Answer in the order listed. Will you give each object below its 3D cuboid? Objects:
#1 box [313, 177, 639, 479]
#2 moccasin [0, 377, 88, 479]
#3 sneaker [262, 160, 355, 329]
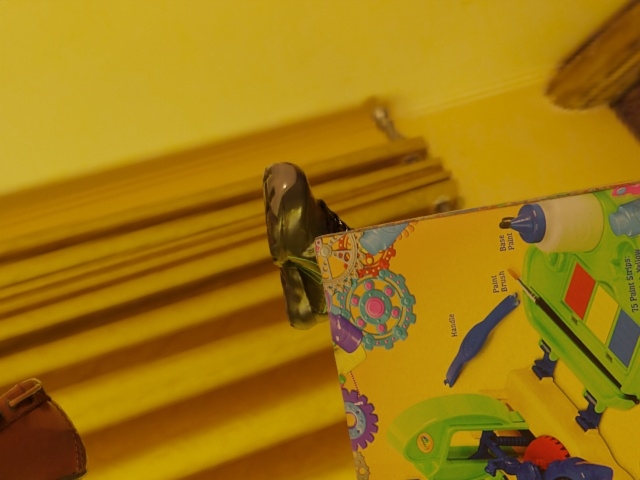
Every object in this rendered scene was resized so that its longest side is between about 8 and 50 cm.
[{"bbox_3d":[0.176,0.112,0.632,0.279,0.177,0.290,-9,-89,25],"label":"box"},{"bbox_3d":[-0.358,0.198,0.956,0.139,0.380,0.147,-33,-99,38],"label":"moccasin"},{"bbox_3d":[0.000,0.000,1.208,0.267,0.106,0.101,77,6,-58],"label":"sneaker"}]
